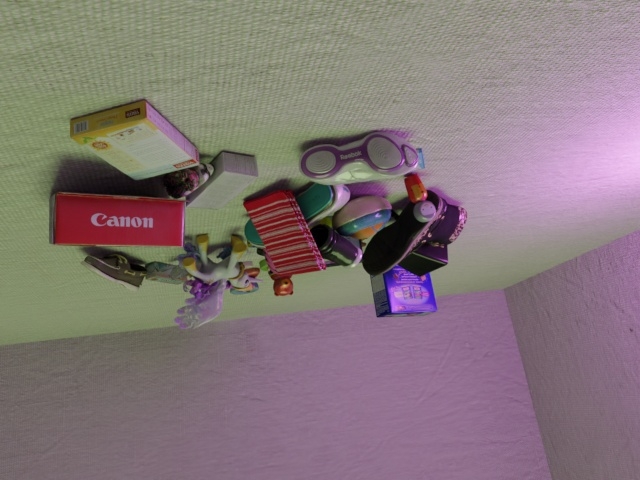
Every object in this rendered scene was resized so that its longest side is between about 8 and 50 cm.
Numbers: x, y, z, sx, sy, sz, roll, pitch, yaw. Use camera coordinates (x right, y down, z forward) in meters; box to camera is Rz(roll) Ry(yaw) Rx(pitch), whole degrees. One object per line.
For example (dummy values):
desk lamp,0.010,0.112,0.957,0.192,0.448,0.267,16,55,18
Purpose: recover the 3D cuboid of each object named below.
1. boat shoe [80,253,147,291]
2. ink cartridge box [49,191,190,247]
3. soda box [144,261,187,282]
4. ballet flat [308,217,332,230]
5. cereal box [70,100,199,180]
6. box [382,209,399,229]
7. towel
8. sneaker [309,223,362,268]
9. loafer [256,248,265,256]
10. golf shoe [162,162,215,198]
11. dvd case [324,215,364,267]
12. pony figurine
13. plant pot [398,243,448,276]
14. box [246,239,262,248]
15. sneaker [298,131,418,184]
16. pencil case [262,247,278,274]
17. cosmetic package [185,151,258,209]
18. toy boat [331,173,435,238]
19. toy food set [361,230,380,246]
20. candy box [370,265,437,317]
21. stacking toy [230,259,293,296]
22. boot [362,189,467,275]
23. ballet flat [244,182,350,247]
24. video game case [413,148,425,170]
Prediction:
boat shoe,-0.741,0.101,1.917,0.117,0.096,0.324,29,170,20
ink cartridge box,-0.518,-0.048,1.350,0.310,0.129,0.272,1,180,-29
soda box,-0.624,0.135,2.142,0.058,0.062,0.183,-17,162,25
ballet flat,-0.073,-0.060,1.780,0.231,0.077,0.077,-6,145,-4
cereal box,-0.395,-0.210,1.155,0.173,0.047,0.240,-12,163,10
box,0.209,-0.081,1.902,0.114,0.036,0.207,-15,162,20
towel,-0.112,-0.016,1.580,0.199,0.274,0.031,-10,-158,41
sneaker,0.000,0.000,1.675,0.147,0.104,0.296,37,170,-29
loafer,-0.169,0.024,2.047,0.170,0.062,0.061,-5,125,10
golf shoe,-0.335,-0.152,1.338,0.086,0.067,0.186,-33,-163,-38
dvd case,0.014,0.006,1.840,0.253,0.180,0.022,-8,162,-4
pony figurine,-0.404,0.130,1.964,0.351,0.302,0.363,-15,149,-7
plant pot,0.379,0.017,2.094,0.167,0.187,0.187,15,155,-23
box,-0.187,-0.001,1.935,0.169,0.054,0.059,8,156,-41
sneaker,0.096,-0.206,1.362,0.306,0.114,0.152,-4,177,-2
pencil case,-0.161,0.046,1.876,0.098,0.095,0.209,30,157,16
cosmetic package,-0.265,-0.151,1.389,0.099,0.060,0.239,7,158,-36
toy boat,0.193,-0.081,1.646,0.319,0.148,0.267,-23,176,24
toy food set,0.112,-0.015,1.932,0.218,0.071,0.128,2,169,11
candy box,0.354,0.171,2.320,0.268,0.316,0.122,3,161,-32
stacking toy,-0.261,0.180,2.361,0.309,0.130,0.279,-7,163,-8
boot,0.346,-0.011,1.897,0.284,0.138,0.377,7,128,-50
ballet flat,-0.067,-0.076,1.647,0.400,0.139,0.139,-26,156,36
video game case,0.211,-0.214,1.506,0.167,0.015,0.119,-13,163,11
